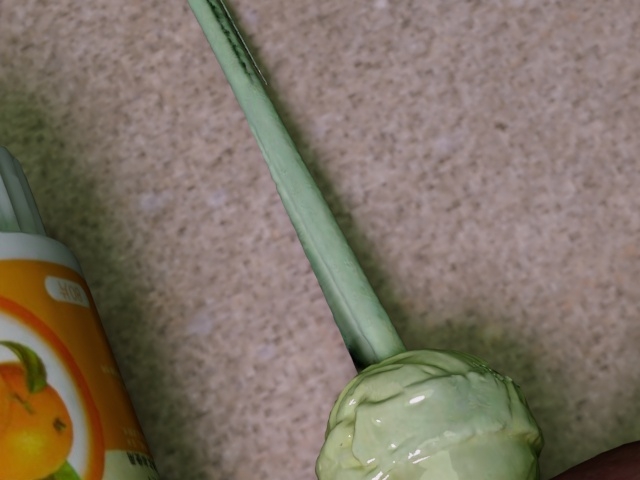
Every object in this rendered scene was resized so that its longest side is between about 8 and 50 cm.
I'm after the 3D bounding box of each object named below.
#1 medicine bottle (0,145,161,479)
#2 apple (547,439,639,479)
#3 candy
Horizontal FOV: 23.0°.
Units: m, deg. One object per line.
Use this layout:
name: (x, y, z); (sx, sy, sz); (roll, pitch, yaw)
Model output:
medicine bottle: (-0.140, 0.122, 0.643); (0.158, 0.158, 0.318); (-24, 71, 0)
apple: (0.156, 0.200, 0.531); (0.305, 0.235, 0.306); (-2, 74, 6)
candy: (0.000, 0.000, 0.716); (0.092, 0.093, 0.335); (-3, 53, -38)
